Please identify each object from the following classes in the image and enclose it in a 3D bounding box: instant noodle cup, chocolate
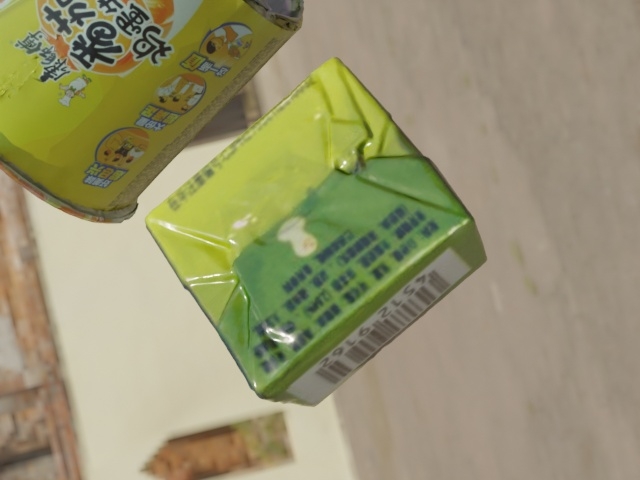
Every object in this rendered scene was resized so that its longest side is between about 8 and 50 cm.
[{"bbox_3d":[-0.110,-0.127,0.933,0.205,0.153,0.205,48,-162,-21],"label":"instant noodle cup"},{"bbox_3d":[0.000,0.000,1.980,0.289,0.301,0.137,53,-176,35],"label":"chocolate"}]
